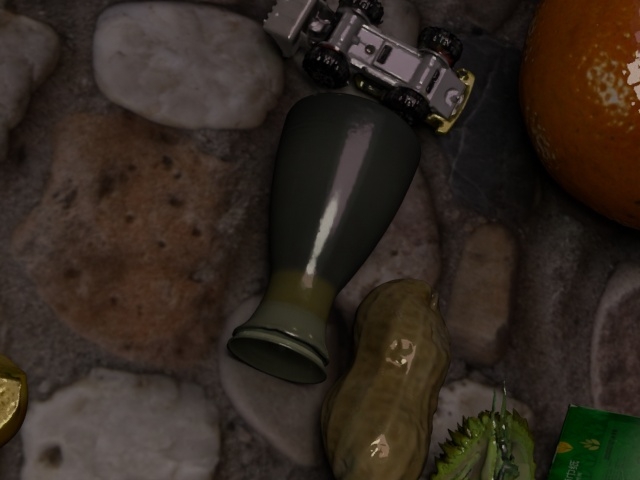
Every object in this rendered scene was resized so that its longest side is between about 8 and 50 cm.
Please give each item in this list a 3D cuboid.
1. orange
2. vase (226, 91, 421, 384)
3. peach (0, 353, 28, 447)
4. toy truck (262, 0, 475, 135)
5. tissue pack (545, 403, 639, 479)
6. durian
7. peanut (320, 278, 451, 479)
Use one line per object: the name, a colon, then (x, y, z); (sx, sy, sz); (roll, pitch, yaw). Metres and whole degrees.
orange: (0.460, -0.207, 1.458); (0.423, 0.326, 0.424); (2, 83, -18)
vase: (0.000, 0.000, 1.294); (0.173, 0.173, 0.321); (21, 64, -8)
peach: (-0.367, 0.169, 1.105); (0.151, 0.118, 0.151); (20, 21, -8)
toy truck: (0.065, -0.242, 1.464); (0.285, 0.111, 0.136); (29, 74, 0)
tissue pack: (0.334, 0.322, 1.263); (0.148, 0.156, 0.209); (8, 56, 27)
durian: (0.154, 0.342, 1.163); (0.158, 0.169, 0.352); (30, 58, -2)
peanut: (0.077, 0.166, 1.254); (0.130, 0.130, 0.290); (25, 55, -6)
